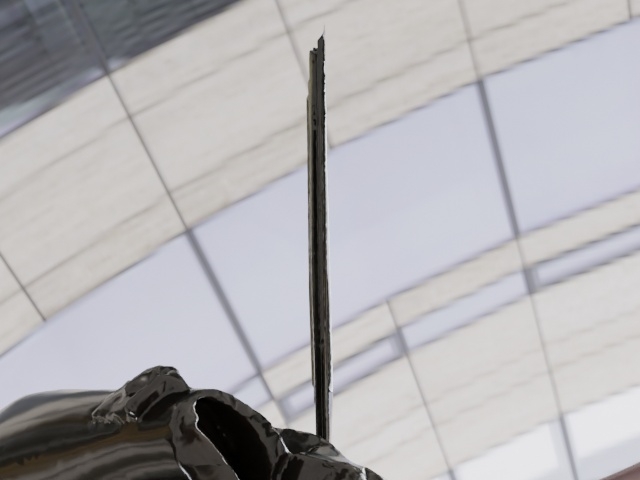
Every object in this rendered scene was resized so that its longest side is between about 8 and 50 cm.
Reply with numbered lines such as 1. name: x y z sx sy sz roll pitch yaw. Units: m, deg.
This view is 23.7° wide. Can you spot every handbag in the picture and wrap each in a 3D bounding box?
1. handbag: -0.023 0.176 0.607 0.113 0.285 0.257 -38 -171 -34

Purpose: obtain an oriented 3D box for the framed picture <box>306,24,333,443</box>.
1. framed picture: 0.000 0.000 0.739 0.010 0.195 0.199 -1 -87 1

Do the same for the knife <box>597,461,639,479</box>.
1. knife: 0.150 0.009 0.321 0.336 0.081 0.043 -43 -144 23
